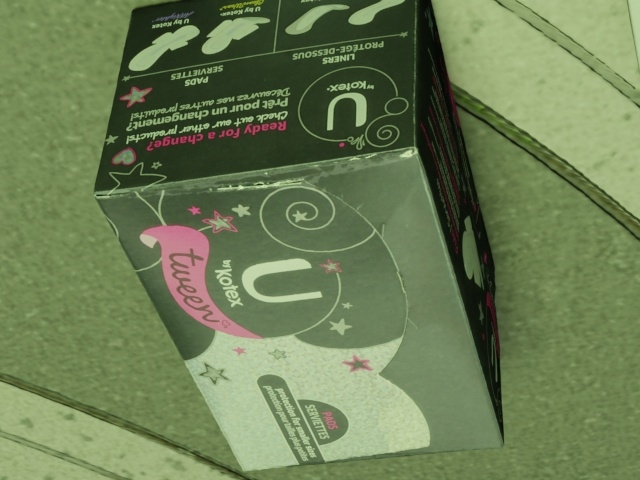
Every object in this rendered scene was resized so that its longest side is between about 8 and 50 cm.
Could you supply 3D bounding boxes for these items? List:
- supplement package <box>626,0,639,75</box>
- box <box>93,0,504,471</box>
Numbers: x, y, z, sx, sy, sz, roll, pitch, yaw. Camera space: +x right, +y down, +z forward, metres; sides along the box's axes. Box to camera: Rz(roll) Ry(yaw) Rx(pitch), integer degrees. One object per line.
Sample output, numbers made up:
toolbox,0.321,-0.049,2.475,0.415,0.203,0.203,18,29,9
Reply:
supplement package,0.227,-0.135,0.596,0.203,0.149,0.194,-9,137,14
box,0.000,0.000,0.769,0.163,0.142,0.247,-8,137,12
